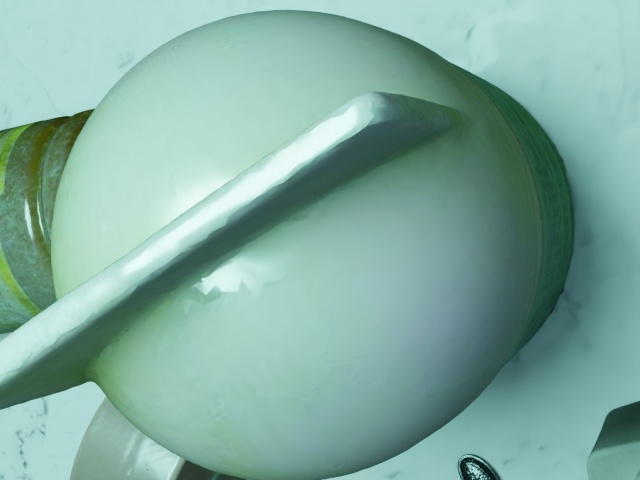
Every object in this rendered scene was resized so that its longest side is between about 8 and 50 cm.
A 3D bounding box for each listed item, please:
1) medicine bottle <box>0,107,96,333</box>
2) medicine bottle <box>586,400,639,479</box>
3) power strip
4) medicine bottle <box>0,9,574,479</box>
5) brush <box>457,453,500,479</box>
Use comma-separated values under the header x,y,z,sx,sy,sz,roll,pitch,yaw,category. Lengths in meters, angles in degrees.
x,y,z,sx,sy,sz,roll,pitch,yaw,category
-0.224,-0.008,0.782,0.322,0.151,0.151,-10,90,21,medicine bottle
0.228,0.141,0.603,0.132,0.188,0.088,-17,87,21,medicine bottle
-0.107,0.156,0.746,0.078,0.154,0.154,24,101,18,power strip
0.000,0.000,0.564,0.235,0.406,0.236,1,94,20,medicine bottle
0.128,0.186,0.739,0.024,0.008,0.083,-44,78,14,brush
